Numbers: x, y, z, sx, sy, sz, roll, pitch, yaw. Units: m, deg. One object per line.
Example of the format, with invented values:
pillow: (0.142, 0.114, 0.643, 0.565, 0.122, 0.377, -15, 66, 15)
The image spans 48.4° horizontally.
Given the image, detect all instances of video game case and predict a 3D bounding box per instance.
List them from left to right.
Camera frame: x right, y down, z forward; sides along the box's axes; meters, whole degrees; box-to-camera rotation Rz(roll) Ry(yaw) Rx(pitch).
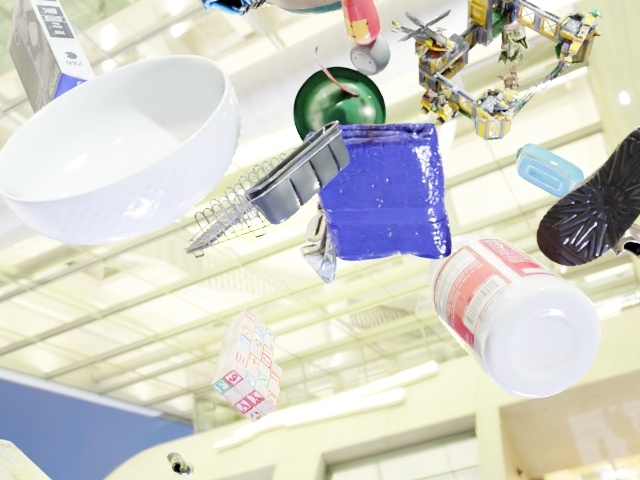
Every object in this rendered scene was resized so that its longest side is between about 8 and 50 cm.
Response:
video game case: (-0.619, 0.437, 1.370, 0.026, 0.227, 0.206, -59, -33, -10)

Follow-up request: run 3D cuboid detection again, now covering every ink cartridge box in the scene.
ink cartridge box: (-0.490, -0.310, 1.304, 0.065, 0.165, 0.333, -9, -125, -40)

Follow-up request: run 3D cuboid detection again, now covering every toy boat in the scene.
toy boat: (0.044, -0.416, 1.203, 0.148, 0.267, 0.318, 67, -173, -48)

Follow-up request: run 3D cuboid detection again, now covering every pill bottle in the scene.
pill bottle: (0.362, 0.126, 1.443, 0.229, 0.229, 0.408, 63, 179, -20)

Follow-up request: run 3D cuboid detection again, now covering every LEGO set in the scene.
LEGO set: (0.304, -0.350, 1.182, 0.255, 0.331, 0.192, 49, 169, 28)

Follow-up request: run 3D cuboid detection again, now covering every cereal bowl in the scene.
cereal bowl: (-0.261, -0.110, 0.984, 0.339, 0.338, 0.141, -88, -18, -48)

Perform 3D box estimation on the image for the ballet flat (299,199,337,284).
ballet flat: (0.000, 0.000, 1.488, 0.077, 0.079, 0.222, 50, 141, 44)

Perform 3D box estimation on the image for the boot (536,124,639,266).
boot: (0.582, -0.110, 1.362, 0.131, 0.348, 0.260, 46, -141, 10)

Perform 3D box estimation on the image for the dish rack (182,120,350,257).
dish rack: (-0.094, -0.069, 1.073, 0.208, 0.271, 0.074, -44, -71, -42)

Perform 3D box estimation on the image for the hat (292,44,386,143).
hat: (0.045, -0.222, 1.245, 0.183, 0.208, 0.173, -138, 64, -71)

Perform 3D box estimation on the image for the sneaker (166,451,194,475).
sneaker: (-0.293, 0.455, 1.456, 0.035, 0.083, 0.031, 17, -92, -47)

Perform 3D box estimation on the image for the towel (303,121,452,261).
towel: (0.109, -0.083, 1.254, 0.308, 0.227, 0.076, 72, -159, -48)

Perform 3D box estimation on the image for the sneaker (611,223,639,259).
sneaker: (0.637, 0.013, 1.368, 0.066, 0.188, 0.071, 105, 170, -55)

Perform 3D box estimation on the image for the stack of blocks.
stack of blocks: (-0.197, 0.347, 2.006, 0.171, 0.087, 0.297, 45, -160, -19)

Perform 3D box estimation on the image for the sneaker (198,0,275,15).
sneaker: (-0.204, -0.640, 1.863, 0.340, 0.125, 0.140, -11, -115, -43)

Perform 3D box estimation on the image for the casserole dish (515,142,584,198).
casserole dish: (0.555, -0.164, 1.741, 0.188, 0.037, 0.114, 34, 152, 21)
